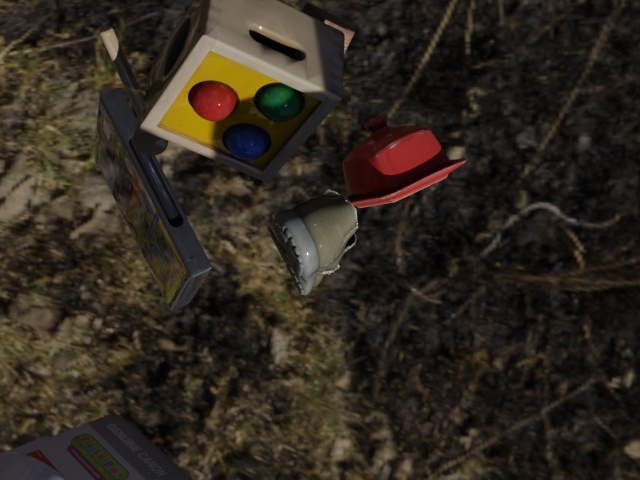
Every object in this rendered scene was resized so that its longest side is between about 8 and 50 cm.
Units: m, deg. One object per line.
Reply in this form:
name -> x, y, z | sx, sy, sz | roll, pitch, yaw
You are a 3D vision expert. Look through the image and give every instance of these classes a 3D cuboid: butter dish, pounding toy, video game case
butter dish -> 0.099, -0.123, 1.569 | 0.160, 0.160, 0.118 | -25, 98, -28
pounding toy -> -0.110, -0.121, 0.937 | 0.181, 0.206, 0.094 | 22, 48, -23
video game case -> -0.225, -0.043, 1.423 | 0.035, 0.275, 0.248 | -26, 85, -17

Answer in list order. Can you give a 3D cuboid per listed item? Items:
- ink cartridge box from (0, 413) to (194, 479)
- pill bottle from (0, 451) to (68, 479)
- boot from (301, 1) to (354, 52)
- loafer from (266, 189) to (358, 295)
ink cartridge box -> -0.194, 0.296, 0.834 | 0.272, 0.309, 0.130 | -20, 124, -34
pill bottle -> -0.219, 0.220, 0.598 | 0.208, 0.119, 0.119 | -45, 122, -45
boot -> -0.116, -0.229, 1.391 | 0.283, 0.109, 0.220 | 18, 112, -38
loafer -> 0.000, 0.000, 1.182 | 0.087, 0.251, 0.094 | -27, 89, -6
